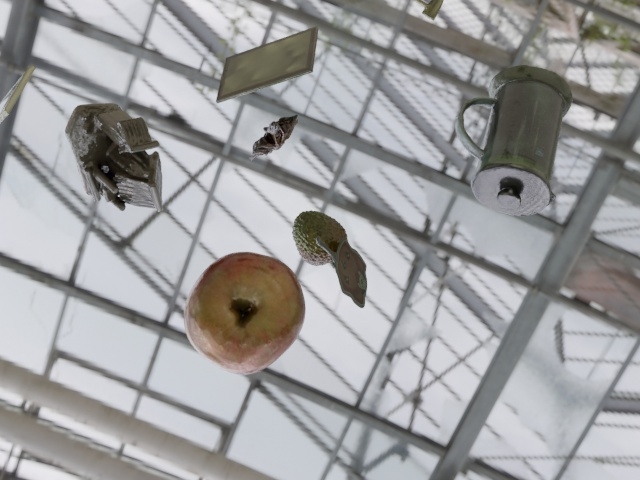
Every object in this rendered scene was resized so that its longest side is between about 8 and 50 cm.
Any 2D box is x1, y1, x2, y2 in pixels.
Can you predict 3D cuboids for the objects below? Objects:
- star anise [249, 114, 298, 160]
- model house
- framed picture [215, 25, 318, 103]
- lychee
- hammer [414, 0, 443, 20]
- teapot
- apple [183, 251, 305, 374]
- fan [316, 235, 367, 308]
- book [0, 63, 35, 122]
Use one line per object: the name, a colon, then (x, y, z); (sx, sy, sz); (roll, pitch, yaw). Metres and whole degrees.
star anise: (-0.110, -0.214, 2.078); (0.056, 0.129, 0.124); (48, -151, 4)
model house: (-0.381, -0.151, 1.879); (0.188, 0.229, 0.122); (32, -125, 27)
framed picture: (-0.115, -0.382, 2.102); (0.231, 0.010, 0.173); (-14, -139, 19)
lychee: (0.000, 0.000, 2.059); (0.146, 0.114, 0.114); (53, -159, -10)
hammer: (0.157, -0.490, 1.858); (0.195, 0.060, 0.028); (22, -167, -29)
teapot: (0.440, -0.232, 2.261); (0.270, 0.200, 0.337); (23, -122, -9)
apple: (-0.127, 0.123, 1.634); (0.209, 0.209, 0.164); (24, 174, 5)
fan: (0.044, 0.048, 1.962); (0.220, 0.009, 0.132); (43, -140, -48)
book: (-0.684, -0.288, 2.103); (0.016, 0.198, 0.138); (33, -125, -23)
